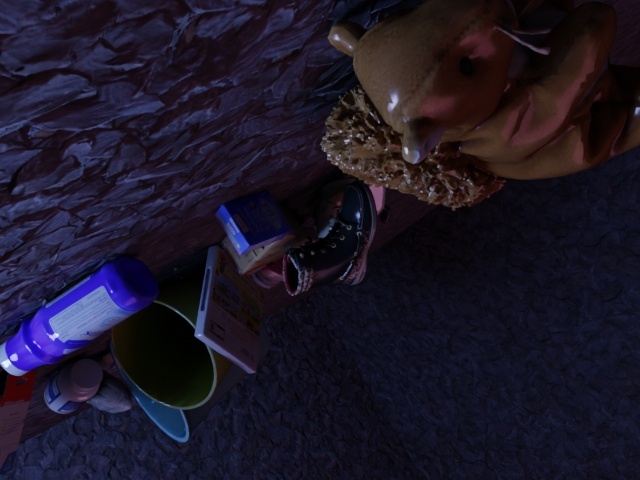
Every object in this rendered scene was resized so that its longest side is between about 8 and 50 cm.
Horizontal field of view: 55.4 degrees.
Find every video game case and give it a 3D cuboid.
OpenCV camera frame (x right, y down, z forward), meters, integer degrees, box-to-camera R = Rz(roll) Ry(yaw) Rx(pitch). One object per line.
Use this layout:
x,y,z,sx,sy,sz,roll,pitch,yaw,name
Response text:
-0.189,0.153,1.319,0.026,0.206,0.227,-10,146,21,video game case

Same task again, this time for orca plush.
0.094,-0.074,1.547,0.151,0.102,0.287,-6,137,-6,orca plush

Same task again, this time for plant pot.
-0.281,0.195,1.427,0.275,0.274,0.293,-36,-177,33,plant pot
-0.343,0.313,1.692,0.334,0.341,0.341,-35,176,-34,plant pot

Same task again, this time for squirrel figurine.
0.168,-0.162,0.753,0.371,0.280,0.397,-15,161,-42,squirrel figurine

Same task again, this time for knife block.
-0.079,-0.024,1.317,0.242,0.088,0.276,-26,170,-37,knife block

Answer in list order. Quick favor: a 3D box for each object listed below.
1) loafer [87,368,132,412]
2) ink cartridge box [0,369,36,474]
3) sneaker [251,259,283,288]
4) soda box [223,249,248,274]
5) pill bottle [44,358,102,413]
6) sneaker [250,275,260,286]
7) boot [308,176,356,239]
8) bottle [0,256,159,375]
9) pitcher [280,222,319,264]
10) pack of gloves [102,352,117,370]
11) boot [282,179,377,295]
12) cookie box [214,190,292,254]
-0.647,0.452,1.816,0.320,0.111,0.112,-1,-129,58,loafer
-0.721,0.399,1.350,0.078,0.230,0.134,11,171,2,ink cartridge box
-0.144,0.089,1.722,0.111,0.102,0.252,-33,171,4,sneaker
-0.191,0.051,1.473,0.063,0.058,0.183,-32,173,13,soda box
-0.663,0.390,1.647,0.112,0.112,0.187,-22,169,-48,pill bottle
-0.251,0.173,1.980,0.192,0.064,0.086,-36,166,14,sneaker
0.041,-0.037,1.363,0.077,0.164,0.213,-6,164,-22,boot
-0.415,0.133,1.030,0.283,0.092,0.118,-32,173,9,bottle
-0.028,0.005,1.560,0.177,0.125,0.207,-48,-168,-2,pitcher
-0.557,0.310,1.874,0.232,0.046,0.195,-31,161,-21,pack of gloves
0.018,0.000,1.242,0.179,0.085,0.236,-12,120,-33,boot
-0.120,-0.033,1.092,0.107,0.091,0.040,-22,165,-44,cookie box
